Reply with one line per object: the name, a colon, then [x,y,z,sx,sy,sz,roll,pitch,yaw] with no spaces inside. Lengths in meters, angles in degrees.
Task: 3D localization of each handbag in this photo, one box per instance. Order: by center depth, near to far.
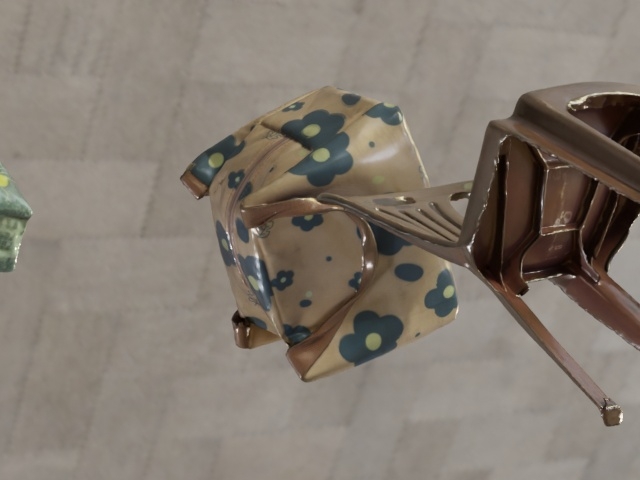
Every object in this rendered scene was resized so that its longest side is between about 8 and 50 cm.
handbag: [0.000,0.000,1.586,0.193,0.190,0.252,-26,115,-21]

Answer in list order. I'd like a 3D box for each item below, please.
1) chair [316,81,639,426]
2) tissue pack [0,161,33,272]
chair: [0.155,-0.035,1.165,0.175,0.326,0.183,-7,122,-38]
tissue pack: [-0.386,-0.058,1.351,0.257,0.185,0.081,8,112,-33]
